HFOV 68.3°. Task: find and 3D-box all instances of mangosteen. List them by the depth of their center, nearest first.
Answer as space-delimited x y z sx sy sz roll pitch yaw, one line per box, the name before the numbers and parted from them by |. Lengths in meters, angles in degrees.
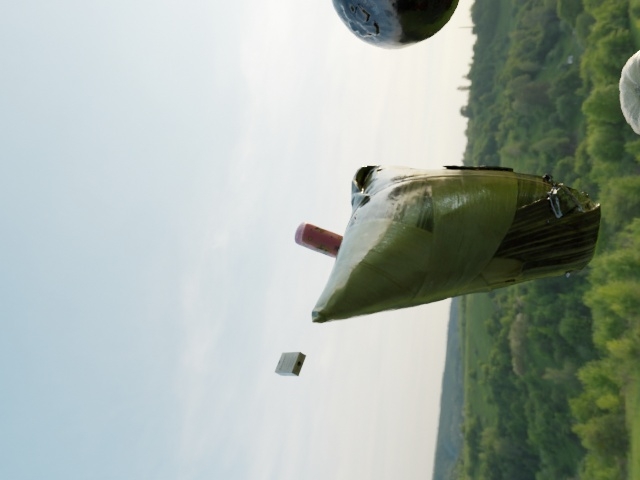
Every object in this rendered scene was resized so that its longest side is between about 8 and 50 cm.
mangosteen | 0.137 -0.449 0.773 0.265 0.228 0.228 -53 -25 -10

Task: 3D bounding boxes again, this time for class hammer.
hammer | 0.000 0.000 0.729 0.043 0.083 0.043 -160 90 -76

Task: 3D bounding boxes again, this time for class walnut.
walnut | 0.716 -0.303 0.922 0.228 0.228 0.228 5 -90 -73

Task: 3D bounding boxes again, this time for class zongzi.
zongzi | 0.161 0.020 0.508 0.317 0.289 0.154 -60 -33 -60

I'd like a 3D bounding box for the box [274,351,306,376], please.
box | -0.071 0.289 1.105 0.024 0.083 0.053 34 -118 -21
